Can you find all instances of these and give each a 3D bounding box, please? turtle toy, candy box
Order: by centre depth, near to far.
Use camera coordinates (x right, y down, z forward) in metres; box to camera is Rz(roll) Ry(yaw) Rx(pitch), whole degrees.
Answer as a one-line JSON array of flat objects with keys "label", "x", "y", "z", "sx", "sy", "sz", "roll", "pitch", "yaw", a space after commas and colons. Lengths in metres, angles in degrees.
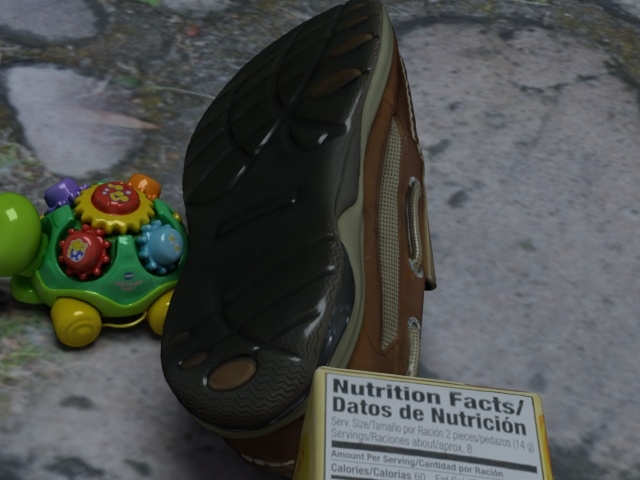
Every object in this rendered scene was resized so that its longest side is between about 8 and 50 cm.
[{"label": "candy box", "x": 0.022, "y": 0.211, "z": 0.460, "sx": 0.087, "sy": 0.183, "sz": 0.316, "roll": 8, "pitch": 36, "yaw": -6}, {"label": "turtle toy", "x": -0.124, "y": 0.003, "z": 0.803, "sx": 0.130, "sy": 0.066, "sz": 0.095, "roll": -5, "pitch": 39, "yaw": -21}]

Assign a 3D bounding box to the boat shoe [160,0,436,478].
[{"label": "boat shoe", "x": 0.000, "y": 0.000, "z": 0.806, "sx": 0.122, "sy": 0.120, "sz": 0.324, "roll": -20, "pitch": 35, "yaw": 26}]
